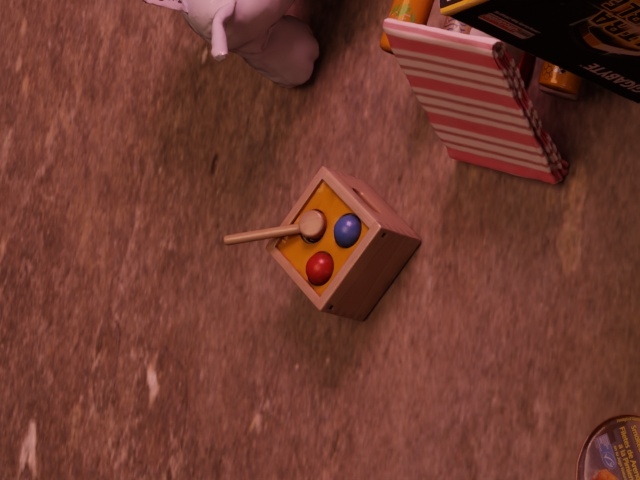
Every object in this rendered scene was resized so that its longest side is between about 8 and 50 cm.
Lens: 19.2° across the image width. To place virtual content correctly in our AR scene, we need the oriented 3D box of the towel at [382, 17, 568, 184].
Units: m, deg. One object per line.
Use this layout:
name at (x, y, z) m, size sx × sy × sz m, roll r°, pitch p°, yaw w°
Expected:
towel at (0.149, -0.136, 1.818) m, size 0.144 × 0.197 × 0.029 m, roll 17°, pitch 60°, yaw 42°

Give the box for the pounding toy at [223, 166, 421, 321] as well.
pounding toy at (0.000, 0.000, 1.960) m, size 0.130 × 0.100 × 0.141 m, roll -55°, pitch 51°, yaw 15°

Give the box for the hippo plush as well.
hippo plush at (-0.068, -0.324, 2.002) m, size 0.234 × 0.294 × 0.236 m, roll 40°, pitch 98°, yaw 17°

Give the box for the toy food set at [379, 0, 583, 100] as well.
toy food set at (0.180, -0.209, 1.853) m, size 0.232 × 0.111 × 0.104 m, roll 17°, pitch 90°, yaw 42°

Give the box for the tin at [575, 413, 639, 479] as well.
tin at (0.294, 0.247, 1.691) m, size 0.106 × 0.040 × 0.190 m, roll -33°, pitch 60°, yaw 34°

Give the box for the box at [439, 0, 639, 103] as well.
box at (0.294, -0.221, 1.620) m, size 0.257 × 0.322 × 0.079 m, roll -19°, pitch 68°, yaw 35°
